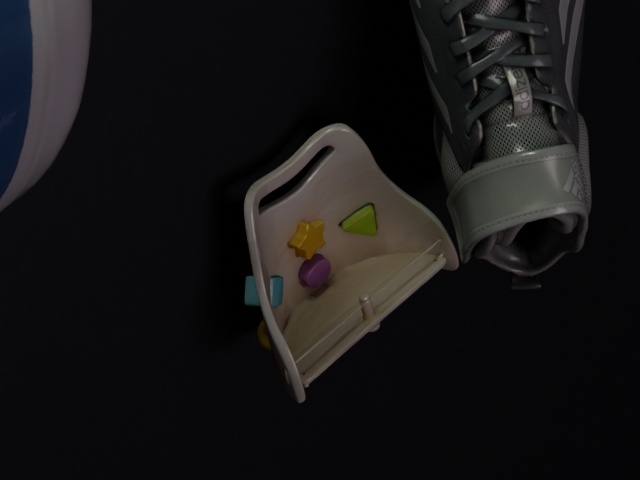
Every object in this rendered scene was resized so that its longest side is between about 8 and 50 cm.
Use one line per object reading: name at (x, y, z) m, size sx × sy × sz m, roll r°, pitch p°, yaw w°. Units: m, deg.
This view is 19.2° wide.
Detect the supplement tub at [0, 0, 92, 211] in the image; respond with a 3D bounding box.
supplement tub at (-0.160, -0.040, 0.360) m, size 0.199 × 0.144 × 0.144 m, roll -27°, pitch 134°, yaw -36°

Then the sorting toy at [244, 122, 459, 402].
sorting toy at (0.000, 0.000, 0.672) m, size 0.083 × 0.045 × 0.075 m, roll -39°, pitch 133°, yaw -25°

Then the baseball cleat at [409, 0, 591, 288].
baseball cleat at (0.067, -0.067, 0.642) m, size 0.072 × 0.109 × 0.206 m, roll -13°, pitch 136°, yaw 4°
